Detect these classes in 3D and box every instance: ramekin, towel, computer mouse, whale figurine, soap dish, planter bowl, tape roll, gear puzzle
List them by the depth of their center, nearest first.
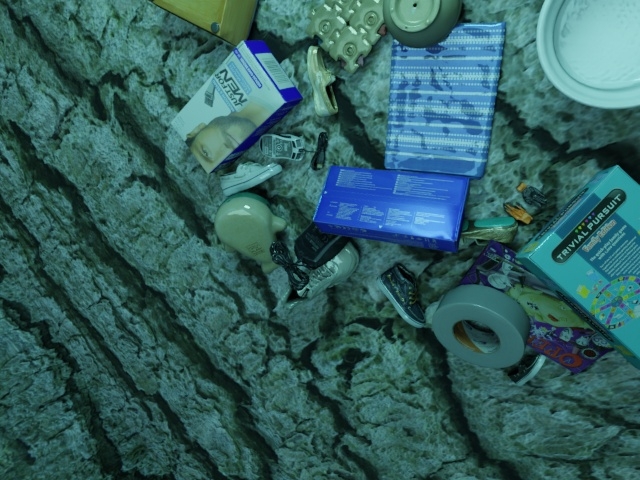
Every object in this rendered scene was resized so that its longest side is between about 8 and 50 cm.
[{"bbox_3d":[0.536,-0.381,0.784,0.277,0.135,0.277,10,114,23],"label":"ramekin"},{"bbox_3d":[0.197,-0.472,0.893,0.162,0.109,0.162,8,117,17],"label":"planter bowl"},{"bbox_3d":[0.116,-0.558,0.981,0.175,0.044,0.339,43,122,3],"label":"gear puzzle"},{"bbox_3d":[0.267,-0.308,1.008,0.243,0.040,0.335,10,115,22],"label":"towel"},{"bbox_3d":[0.392,0.212,1.091,0.219,0.072,0.219,22,137,22],"label":"tape roll"},{"bbox_3d":[-0.292,-0.646,1.103,0.291,0.118,0.228,31,121,13],"label":"soap dish"},{"bbox_3d":[-0.075,-0.255,1.204,0.193,0.042,0.106,14,121,15],"label":"computer mouse"},{"bbox_3d":[0.000,0.000,1.211,0.272,0.072,0.188,-43,51,6],"label":"computer mouse"},{"bbox_3d":[-0.190,-0.026,1.321,0.216,0.141,0.272,-25,122,19],"label":"whale figurine"}]

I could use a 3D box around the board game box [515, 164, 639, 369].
[{"bbox_3d":[0.617,0.059,0.894,0.336,0.079,0.254,44,92,5],"label":"board game box"}]

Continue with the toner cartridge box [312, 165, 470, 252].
[{"bbox_3d":[0.170,-0.082,1.079,0.348,0.075,0.165,10,70,24],"label":"toner cartridge box"}]

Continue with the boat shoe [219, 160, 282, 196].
[{"bbox_3d":[-0.212,-0.189,1.273,0.226,0.083,0.075,-18,103,32],"label":"boat shoe"}]

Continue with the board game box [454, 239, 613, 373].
[{"bbox_3d":[0.506,0.160,1.048,0.347,0.056,0.208,30,142,13],"label":"board game box"}]

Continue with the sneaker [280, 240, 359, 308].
[{"bbox_3d":[-0.005,0.108,1.275,0.110,0.118,0.292,49,122,3],"label":"sneaker"}]

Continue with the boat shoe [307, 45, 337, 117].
[{"bbox_3d":[0.010,-0.391,1.094,0.059,0.063,0.170,1,120,24],"label":"boat shoe"}]

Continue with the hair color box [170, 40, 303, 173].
[{"bbox_3d":[-0.234,-0.351,1.205,0.339,0.110,0.185,-33,95,35],"label":"hair color box"}]

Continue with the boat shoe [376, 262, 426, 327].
[{"bbox_3d":[0.237,0.150,1.199,0.183,0.065,0.083,48,125,3],"label":"boat shoe"}]

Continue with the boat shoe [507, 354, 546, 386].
[{"bbox_3d":[0.519,0.325,1.124,0.040,0.049,0.142,34,142,19],"label":"boat shoe"}]

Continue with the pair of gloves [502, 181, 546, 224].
[{"bbox_3d":[0.467,-0.085,1.017,0.074,0.010,0.083,36,119,11],"label":"pair of gloves"}]

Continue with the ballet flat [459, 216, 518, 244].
[{"bbox_3d":[0.361,-0.018,1.066,0.206,0.073,0.067,3,123,29],"label":"ballet flat"}]
